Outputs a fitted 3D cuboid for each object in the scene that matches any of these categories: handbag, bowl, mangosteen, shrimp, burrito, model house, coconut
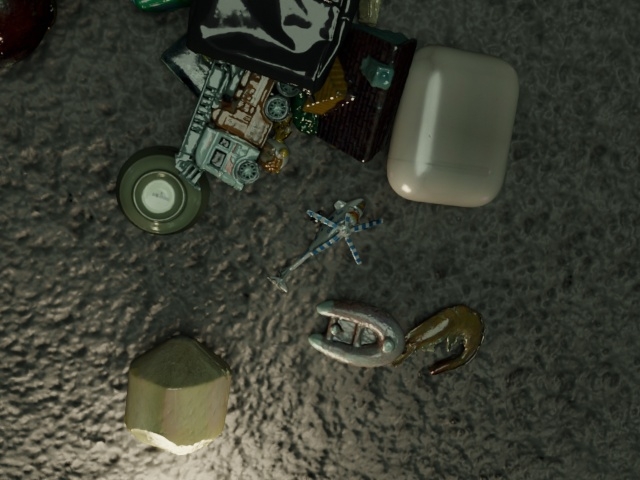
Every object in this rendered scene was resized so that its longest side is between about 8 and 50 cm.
[{"bbox_3d":[-0.086,-0.439,1.388,0.302,0.178,0.274,18,108,1],"label":"handbag"},{"bbox_3d":[-0.354,-0.103,1.596,0.212,0.112,0.211,-1,102,-7],"label":"bowl"},{"bbox_3d":[-0.648,-0.483,1.403,0.301,0.300,0.300,-1,100,-8],"label":"mangosteen"},{"bbox_3d":[0.297,0.261,1.782,0.253,0.058,0.173,-36,110,0],"label":"shrimp"},{"bbox_3d":[0.112,-0.577,1.615,0.058,0.045,0.188,1,98,-34],"label":"burrito"},{"bbox_3d":[0.069,-0.304,1.514,0.230,0.248,0.280,8,117,-10],"label":"model house"},{"bbox_3d":[-0.318,0.331,1.614,0.239,0.239,0.244,4,104,-9],"label":"coconut"}]

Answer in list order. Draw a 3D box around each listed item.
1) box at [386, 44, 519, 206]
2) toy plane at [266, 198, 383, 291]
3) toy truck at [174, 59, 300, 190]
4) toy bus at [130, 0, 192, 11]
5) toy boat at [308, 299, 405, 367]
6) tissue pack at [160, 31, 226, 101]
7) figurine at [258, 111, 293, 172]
[{"bbox_3d":[0.302,-0.255,1.634,0.289,0.141,0.348,5,98,-22],"label":"box"},{"bbox_3d":[0.006,0.008,1.684,0.182,0.107,0.273,27,106,-22],"label":"toy plane"},{"bbox_3d":[-0.183,-0.257,1.514,0.185,0.133,0.338,24,99,-18],"label":"toy truck"},{"bbox_3d":[-0.344,-0.641,1.471,0.200,0.183,0.343,-20,101,9],"label":"toy bus"},{"bbox_3d":[0.090,0.226,1.708,0.228,0.085,0.155,16,96,2],"label":"toy boat"},{"bbox_3d":[-0.195,-0.415,1.578,0.257,0.081,0.185,-42,102,1],"label":"tissue pack"},{"bbox_3d":[-0.100,-0.225,1.626,0.068,0.101,0.143,-1,93,-41],"label":"figurine"}]
